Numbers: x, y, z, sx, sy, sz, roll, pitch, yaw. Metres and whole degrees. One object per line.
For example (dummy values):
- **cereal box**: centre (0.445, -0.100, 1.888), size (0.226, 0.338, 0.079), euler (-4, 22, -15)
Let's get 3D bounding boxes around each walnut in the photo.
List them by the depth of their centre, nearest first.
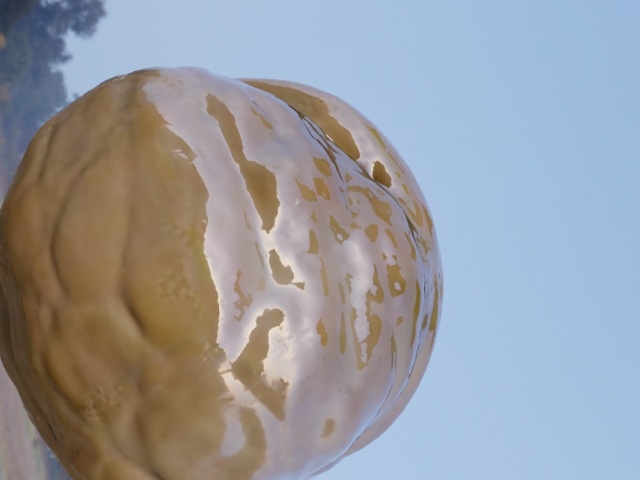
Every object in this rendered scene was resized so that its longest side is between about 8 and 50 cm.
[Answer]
- **walnut**: centre (-0.065, 0.031, 0.530), size (0.296, 0.285, 0.285), euler (20, 60, -77)
